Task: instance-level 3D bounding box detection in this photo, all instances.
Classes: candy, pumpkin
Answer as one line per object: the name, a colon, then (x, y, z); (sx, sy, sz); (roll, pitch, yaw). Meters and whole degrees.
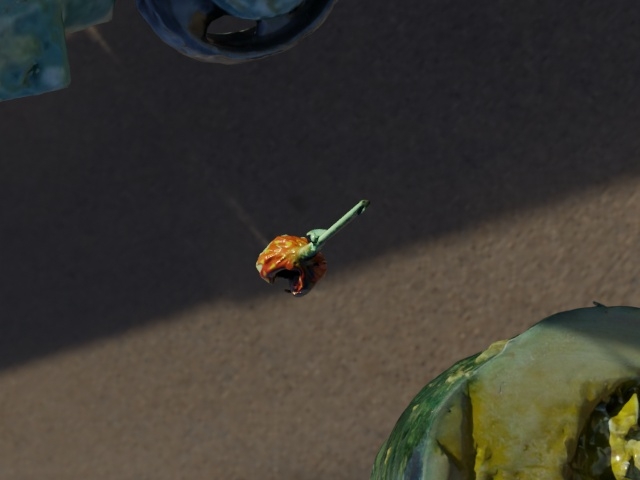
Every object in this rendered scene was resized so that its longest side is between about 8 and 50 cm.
candy: (0.000, 0.000, 1.057); (0.185, 0.056, 0.049); (138, 131, -63)
pumpkin: (0.148, 0.202, 0.803); (0.292, 0.263, 0.197); (69, 154, 14)

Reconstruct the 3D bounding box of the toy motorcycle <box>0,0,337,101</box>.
toy motorcycle: (-0.123, -0.120, 0.406); (0.109, 0.297, 0.198); (40, 141, 54)
